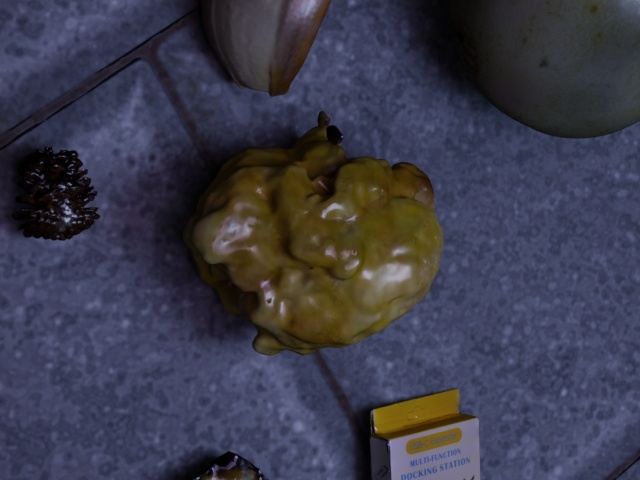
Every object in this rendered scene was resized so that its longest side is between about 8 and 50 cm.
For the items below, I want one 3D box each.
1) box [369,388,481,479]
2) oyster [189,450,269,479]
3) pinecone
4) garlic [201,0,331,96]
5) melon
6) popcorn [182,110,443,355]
[{"bbox_3d":[0.107,0.279,1.829,0.129,0.033,0.247,-10,101,-40],"label":"box"},{"bbox_3d":[-0.054,0.377,1.729,0.221,0.096,0.361,-42,112,-18],"label":"oyster"},{"bbox_3d":[-0.230,-0.040,1.602,0.077,0.077,0.083,6,61,-29],"label":"pinecone"},{"bbox_3d":[-0.026,-0.241,1.666,0.128,0.115,0.207,36,75,-21],"label":"garlic"},{"bbox_3d":[0.261,-0.260,1.720,0.268,0.268,0.330,9,122,-29],"label":"melon"},{"bbox_3d":[0.003,0.002,1.668,0.253,0.190,0.191,-26,114,-28],"label":"popcorn"}]
